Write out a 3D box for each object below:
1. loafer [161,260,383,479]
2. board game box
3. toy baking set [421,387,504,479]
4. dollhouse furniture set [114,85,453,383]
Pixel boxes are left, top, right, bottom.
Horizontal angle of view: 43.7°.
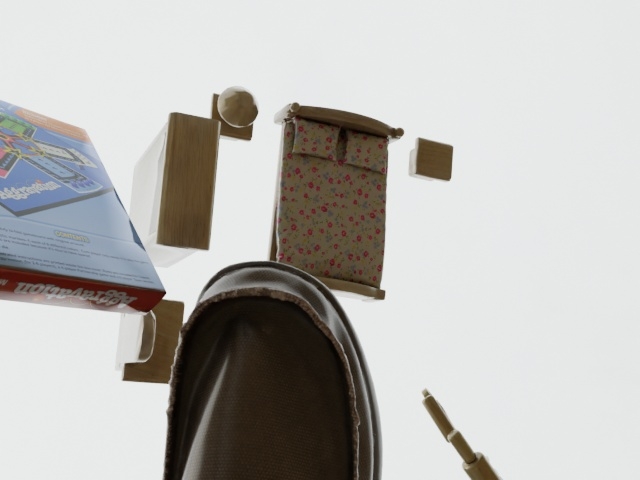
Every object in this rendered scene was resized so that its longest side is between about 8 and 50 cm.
[{"bbox_3d":[-0.030,0.191,0.461,0.134,0.130,0.365,-3,-97,6],"label":"loafer"},{"bbox_3d":[-0.208,-0.037,0.398,0.027,0.281,0.145,-41,-118,19],"label":"board game box"},{"bbox_3d":[0.203,0.281,0.995,0.030,0.197,0.256,-34,-83,5],"label":"toy baking set"},{"bbox_3d":[0.000,0.000,0.792,0.356,0.174,0.303,9,-102,-21],"label":"dollhouse furniture set"}]
